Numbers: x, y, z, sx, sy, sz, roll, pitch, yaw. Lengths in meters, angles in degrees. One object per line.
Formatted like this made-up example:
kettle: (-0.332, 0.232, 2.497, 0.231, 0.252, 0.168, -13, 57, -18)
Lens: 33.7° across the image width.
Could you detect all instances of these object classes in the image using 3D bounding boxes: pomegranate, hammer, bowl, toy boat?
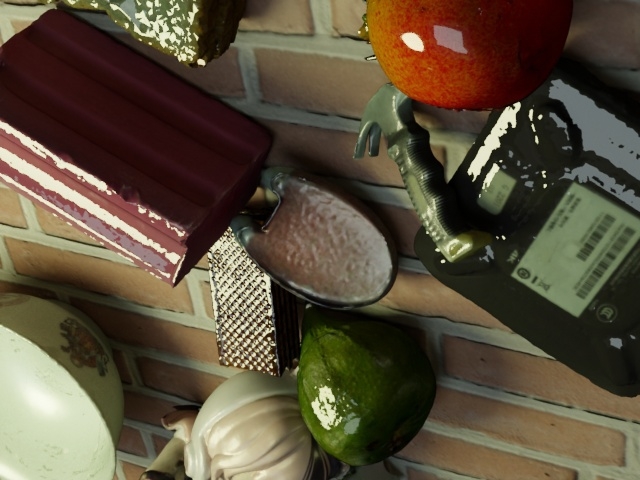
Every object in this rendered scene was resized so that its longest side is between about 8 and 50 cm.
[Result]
pomegranate: (0.137, -0.230, 1.065, 0.235, 0.210, 0.210, 11, 130, 33)
hammer: (0.121, -0.079, 1.241, 0.159, 0.041, 0.226, -44, 67, 51)
bowl: (-0.481, 0.227, 1.807, 0.435, 0.196, 0.434, 17, 132, 20)
toy boat: (0.000, 0.000, 1.404, 0.227, 0.085, 0.155, 33, 100, -7)

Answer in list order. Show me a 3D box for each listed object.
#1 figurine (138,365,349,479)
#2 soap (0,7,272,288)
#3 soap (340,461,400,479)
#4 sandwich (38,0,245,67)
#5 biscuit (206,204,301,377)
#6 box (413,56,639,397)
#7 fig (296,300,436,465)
figurine: (-0.121, 0.318, 1.642, 0.361, 0.253, 0.211, -28, 75, 47)
soap: (-0.270, -0.129, 1.371, 0.360, 0.233, 0.128, 31, 137, 6)
soap: (0.002, 0.431, 1.705, 0.230, 0.145, 0.091, -32, 94, 40)
sandwich: (-0.237, -0.378, 1.221, 0.325, 0.131, 0.262, 25, 135, 13)
biscuit: (-0.095, 0.074, 1.500, 0.106, 0.070, 0.252, 6, 111, 27)
box: (0.312, -0.003, 1.224, 0.350, 0.091, 0.359, 32, 133, 6)
fig: (0.033, 0.188, 1.498, 0.235, 0.203, 0.203, 39, 139, 29)
